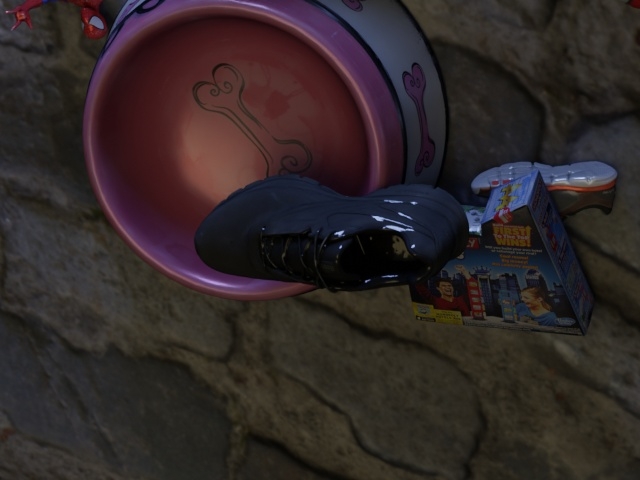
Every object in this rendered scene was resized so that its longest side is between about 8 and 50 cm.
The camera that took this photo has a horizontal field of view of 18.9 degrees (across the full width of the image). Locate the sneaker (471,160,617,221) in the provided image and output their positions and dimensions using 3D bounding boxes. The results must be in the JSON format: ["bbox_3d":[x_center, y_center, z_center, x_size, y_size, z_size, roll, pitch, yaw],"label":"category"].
[{"bbox_3d":[0.240,-0.045,2.059,0.158,0.061,0.064,0,117,17],"label":"sneaker"}]

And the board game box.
[{"bbox_3d":[0.187,0.009,2.056,0.194,0.060,0.194,5,135,18],"label":"board game box"}]

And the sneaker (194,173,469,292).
[{"bbox_3d":[0.000,0.000,1.944,0.286,0.130,0.109,-4,111,19],"label":"sneaker"}]

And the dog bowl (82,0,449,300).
[{"bbox_3d":[-0.075,-0.115,2.075,0.408,0.150,0.408,6,113,15],"label":"dog bowl"}]

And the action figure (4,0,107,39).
[{"bbox_3d":[-0.298,-0.339,2.066,0.091,0.139,0.280,-12,109,22],"label":"action figure"}]

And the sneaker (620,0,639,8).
[{"bbox_3d":[0.402,-0.317,1.880,0.118,0.107,0.279,36,120,-12],"label":"sneaker"}]
